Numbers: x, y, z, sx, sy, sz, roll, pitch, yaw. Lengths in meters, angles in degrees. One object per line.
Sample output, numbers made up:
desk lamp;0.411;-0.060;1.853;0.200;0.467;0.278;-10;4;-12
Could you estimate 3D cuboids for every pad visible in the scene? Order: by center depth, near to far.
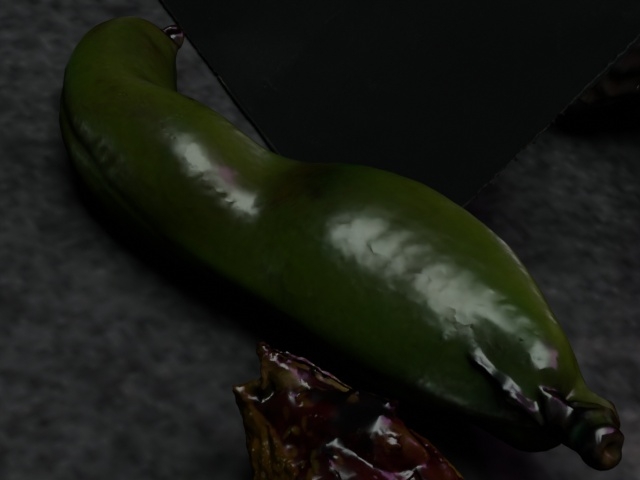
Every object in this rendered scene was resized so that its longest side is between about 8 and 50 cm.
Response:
pad;0.009;-0.090;0.555;0.193;0.116;0.004;53;15;30

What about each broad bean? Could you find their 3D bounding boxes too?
broad bean;0.000;0.000;0.493;0.213;0.048;0.070;39;49;24

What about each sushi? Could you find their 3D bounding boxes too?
sushi;0.014;0.067;0.433;0.050;0.047;0.099;-26;60;-39

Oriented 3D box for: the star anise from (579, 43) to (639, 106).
star anise;0.141;-0.070;0.579;0.209;0.089;0.231;25;38;24
